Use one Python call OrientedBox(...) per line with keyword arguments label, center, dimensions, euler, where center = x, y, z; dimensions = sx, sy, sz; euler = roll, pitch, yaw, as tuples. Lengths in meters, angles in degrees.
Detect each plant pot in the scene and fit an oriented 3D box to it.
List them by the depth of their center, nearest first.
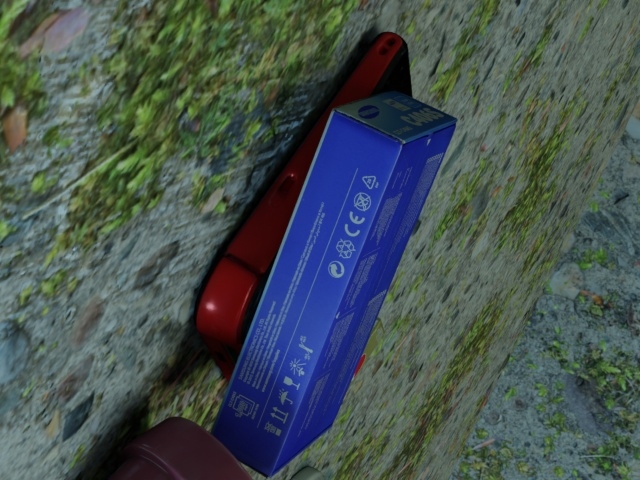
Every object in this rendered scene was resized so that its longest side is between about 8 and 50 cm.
OrientedBox(label="plant pot", center=(-0.153, 0.291, 1.314), dimensions=(0.180, 0.201, 0.201), euler=(-33, 152, -28))

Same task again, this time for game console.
OrientedBox(label="game console", center=(0.000, 0.000, 1.515), dimensions=(0.342, 0.060, 0.386), euler=(-60, 165, -16))

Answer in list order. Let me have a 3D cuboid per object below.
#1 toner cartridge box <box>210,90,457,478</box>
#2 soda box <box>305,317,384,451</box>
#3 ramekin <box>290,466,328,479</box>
OrientedBox(label="toner cartridge box", center=(0.011, 0.038, 1.360), dimensions=(0.165, 0.075, 0.348), euler=(-29, 143, -66))
OrientedBox(label="soda box", center=(0.006, 0.164, 1.781), dimensions=(0.181, 0.061, 0.058), euler=(-56, 163, -13))
OrientedBox(label="ramekin", center=(-0.023, 0.441, 2.090), dimensions=(0.207, 0.109, 0.207), euler=(-53, 163, -24))
